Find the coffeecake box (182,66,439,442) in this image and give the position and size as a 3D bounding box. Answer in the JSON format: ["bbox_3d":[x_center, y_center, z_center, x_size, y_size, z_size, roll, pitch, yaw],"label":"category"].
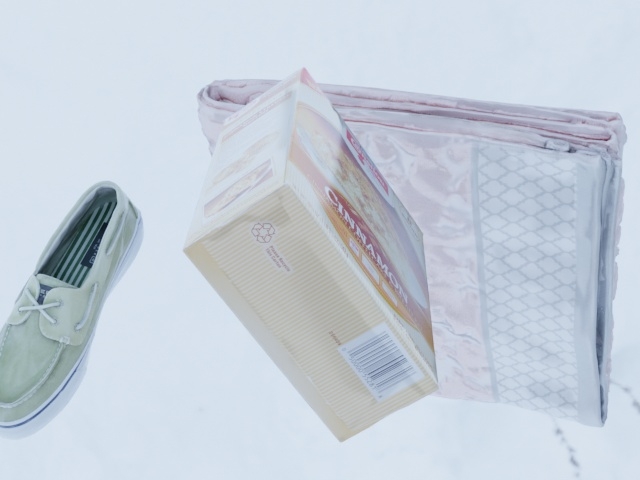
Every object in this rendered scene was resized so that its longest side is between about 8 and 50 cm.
[{"bbox_3d":[0.000,0.000,0.656,0.068,0.185,0.142,-31,111,16],"label":"coffeecake box"}]

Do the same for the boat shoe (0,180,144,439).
[{"bbox_3d":[-0.291,0.067,1.241,0.109,0.094,0.302,15,65,15],"label":"boat shoe"}]

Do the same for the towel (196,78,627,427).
[{"bbox_3d":[0.078,0.020,0.911,0.332,0.316,0.053,77,29,-44],"label":"towel"}]
